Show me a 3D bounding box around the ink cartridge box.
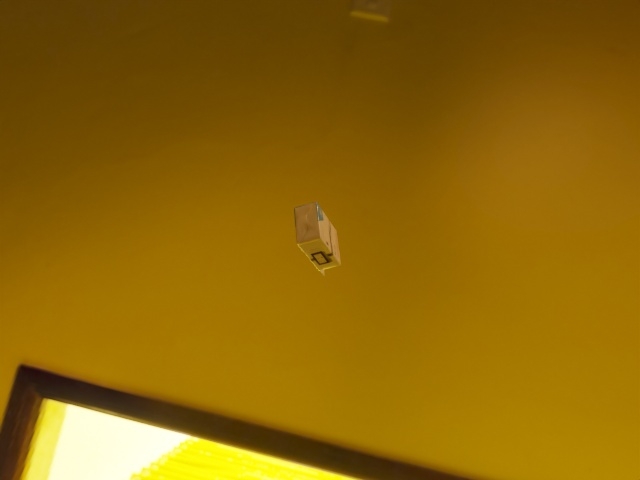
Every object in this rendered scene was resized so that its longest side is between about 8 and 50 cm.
[{"bbox_3d":[0.000,0.000,0.698,0.083,0.028,0.048,53,-154,-55],"label":"ink cartridge box"}]
